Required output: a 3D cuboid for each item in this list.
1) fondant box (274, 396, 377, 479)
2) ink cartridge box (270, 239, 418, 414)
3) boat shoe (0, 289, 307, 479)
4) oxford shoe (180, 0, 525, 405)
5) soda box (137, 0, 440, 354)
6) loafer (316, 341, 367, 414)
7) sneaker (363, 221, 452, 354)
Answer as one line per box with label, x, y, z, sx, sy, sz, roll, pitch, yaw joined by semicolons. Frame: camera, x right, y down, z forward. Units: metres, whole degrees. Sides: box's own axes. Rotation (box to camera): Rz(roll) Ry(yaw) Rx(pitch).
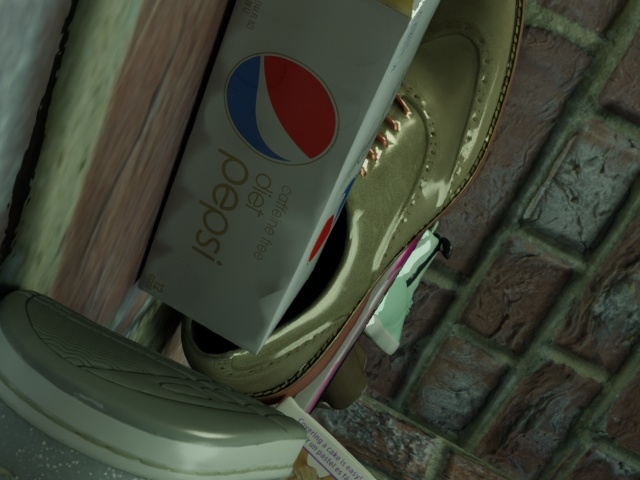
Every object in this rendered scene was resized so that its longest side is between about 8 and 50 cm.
fondant box;-0.119;0.277;0.814;0.330;0.096;0.238;-42;166;-31
ink cartridge box;0.029;0.040;1.179;0.371;0.069;0.176;-61;174;2
boat shoe;-0.083;0.095;0.507;0.103;0.118;0.320;-65;-177;-11
oxford shoe;0.029;-0.052;0.794;0.348;0.123;0.130;-61;170;-7
soda box;-0.016;-0.049;0.593;0.069;0.074;0.216;-55;173;-49
loafer;0.012;0.146;1.667;0.134;0.130;0.366;-60;175;-12
sneaker;0.086;0.040;1.416;0.151;0.094;0.256;-51;171;-4
